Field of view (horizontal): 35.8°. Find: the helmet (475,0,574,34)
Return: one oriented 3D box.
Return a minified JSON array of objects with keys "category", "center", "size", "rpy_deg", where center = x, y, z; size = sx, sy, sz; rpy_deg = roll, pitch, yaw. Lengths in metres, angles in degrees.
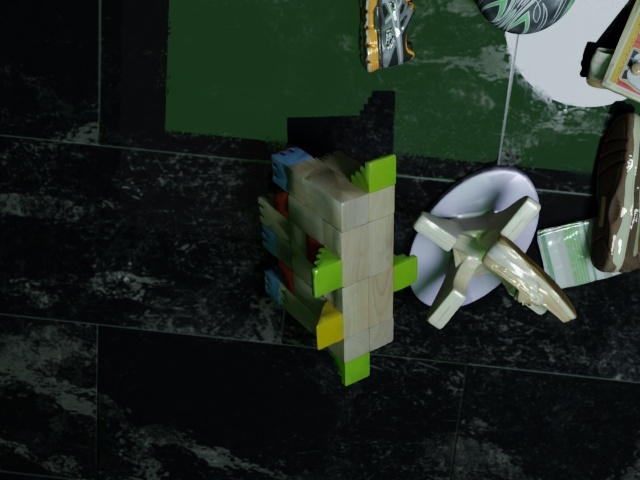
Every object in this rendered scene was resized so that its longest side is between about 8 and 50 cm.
[{"category":"helmet","center":[0.304,-0.386,1.448],"size":[0.169,0.161,0.169],"rpy_deg":[1,110,3]}]

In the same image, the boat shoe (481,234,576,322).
[{"category":"boat shoe","center":[0.315,0.068,1.502],"size":[0.170,0.063,0.059],"rpy_deg":[44,108,-2]}]

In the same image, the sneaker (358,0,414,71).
[{"category":"sneaker","center":[0.103,-0.368,1.519],"size":[0.083,0.084,0.215],"rpy_deg":[-4,114,-9]}]

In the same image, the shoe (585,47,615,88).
[{"category":"shoe","center":[0.524,-0.263,1.523],"size":[0.219,0.076,0.058],"rpy_deg":[3,117,5]}]

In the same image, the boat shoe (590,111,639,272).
[{"category":"boat shoe","center":[0.500,-0.075,1.586],"size":[0.095,0.095,0.257],"rpy_deg":[4,103,-13]}]

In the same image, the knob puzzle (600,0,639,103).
[{"category":"knob puzzle","center":[0.543,-0.272,1.482],"size":[0.213,0.030,0.213],"rpy_deg":[0,78,2]}]

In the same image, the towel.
[{"category":"towel","center":[0.447,0.017,1.663],"size":[0.152,0.023,0.113],"rpy_deg":[-14,110,7]}]

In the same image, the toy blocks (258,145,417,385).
[{"category":"toy blocks","center":[0.000,0.000,1.574],"size":[0.190,0.261,0.381],"rpy_deg":[-21,127,-28]}]

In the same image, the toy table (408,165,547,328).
[{"category":"toy table","center":[0.253,0.019,1.602],"size":[0.252,0.161,0.274],"rpy_deg":[23,109,-5]}]
